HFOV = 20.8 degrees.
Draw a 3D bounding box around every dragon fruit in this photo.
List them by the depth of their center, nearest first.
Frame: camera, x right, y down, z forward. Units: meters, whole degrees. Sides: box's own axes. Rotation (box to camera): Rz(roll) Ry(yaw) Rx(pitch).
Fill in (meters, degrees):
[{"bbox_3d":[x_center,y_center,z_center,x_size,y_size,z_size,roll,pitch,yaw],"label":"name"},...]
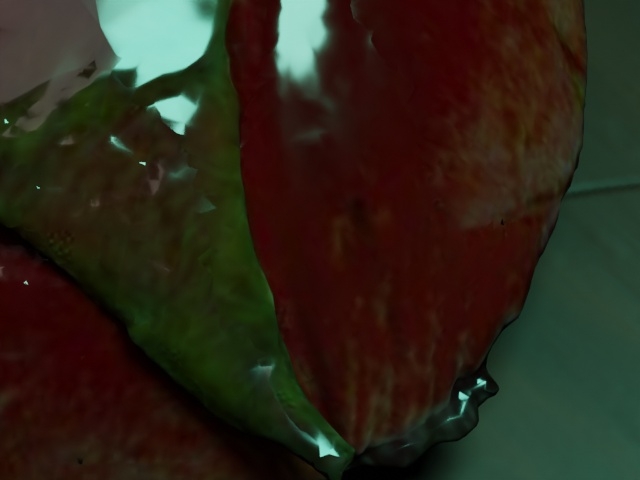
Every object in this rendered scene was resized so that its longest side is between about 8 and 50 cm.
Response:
[{"bbox_3d":[-0.043,-0.062,0.499,0.282,0.100,0.343,44,71,10],"label":"dragon fruit"}]
